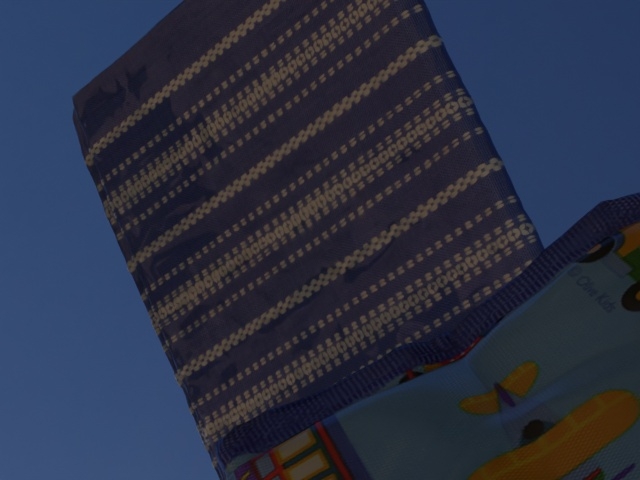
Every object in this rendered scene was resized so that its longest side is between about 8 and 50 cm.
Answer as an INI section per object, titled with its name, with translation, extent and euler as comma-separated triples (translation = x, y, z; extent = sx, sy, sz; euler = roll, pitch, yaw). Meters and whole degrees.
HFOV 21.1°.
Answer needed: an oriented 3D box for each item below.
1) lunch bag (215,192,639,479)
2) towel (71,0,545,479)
[lunch bag]
translation = 0.119, 0.171, 0.417
extent = 0.138, 0.293, 0.221
euler = -31, -151, -3
[towel]
translation = 0.000, 0.000, 0.914
extent = 0.243, 0.040, 0.336
euler = -36, -112, 32
